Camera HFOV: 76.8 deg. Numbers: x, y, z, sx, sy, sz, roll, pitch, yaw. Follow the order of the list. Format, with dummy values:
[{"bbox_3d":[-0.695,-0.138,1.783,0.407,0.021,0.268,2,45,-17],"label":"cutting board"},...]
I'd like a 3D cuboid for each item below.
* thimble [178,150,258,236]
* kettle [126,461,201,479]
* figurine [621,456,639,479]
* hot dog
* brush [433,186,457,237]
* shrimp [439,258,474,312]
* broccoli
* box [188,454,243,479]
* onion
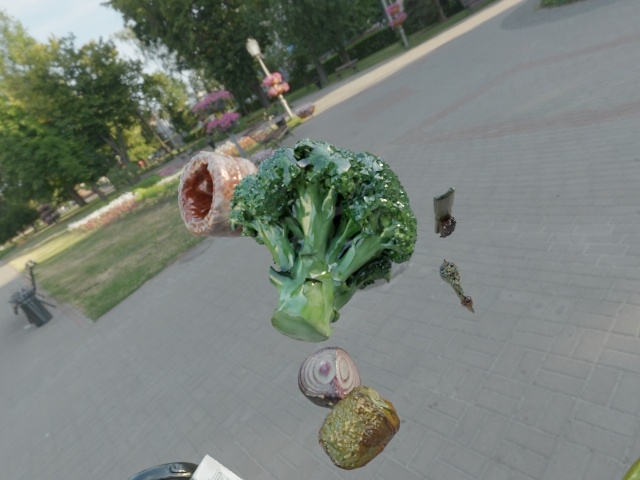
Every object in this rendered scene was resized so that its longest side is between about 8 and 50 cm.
[{"bbox_3d":[-0.274,-0.125,1.116,0.239,0.238,0.162,-8,-8,43],"label":"thimble"},{"bbox_3d":[-0.324,0.539,0.805,0.237,0.221,0.161,-19,28,-8],"label":"kettle"},{"bbox_3d":[0.529,0.278,0.462,0.218,0.327,0.169,-59,2,40],"label":"figurine"},{"bbox_3d":[0.116,0.511,1.125,0.259,0.175,0.114,-53,-26,22],"label":"hot dog"},{"bbox_3d":[0.257,-0.049,0.822,0.043,0.036,0.248,-40,-20,3],"label":"brush"},{"bbox_3d":[0.401,0.137,1.181,0.058,0.173,0.253,-29,-15,13],"label":"shrimp"},{"bbox_3d":[0.000,0.000,0.555,0.270,0.270,0.269,-11,51,40],"label":"broccoli"},{"bbox_3d":[-0.112,0.365,0.551,0.083,0.154,0.040,-59,-3,35],"label":"box"},{"bbox_3d":[0.035,0.550,1.579,0.207,0.206,0.216,-17,45,29],"label":"onion"}]
